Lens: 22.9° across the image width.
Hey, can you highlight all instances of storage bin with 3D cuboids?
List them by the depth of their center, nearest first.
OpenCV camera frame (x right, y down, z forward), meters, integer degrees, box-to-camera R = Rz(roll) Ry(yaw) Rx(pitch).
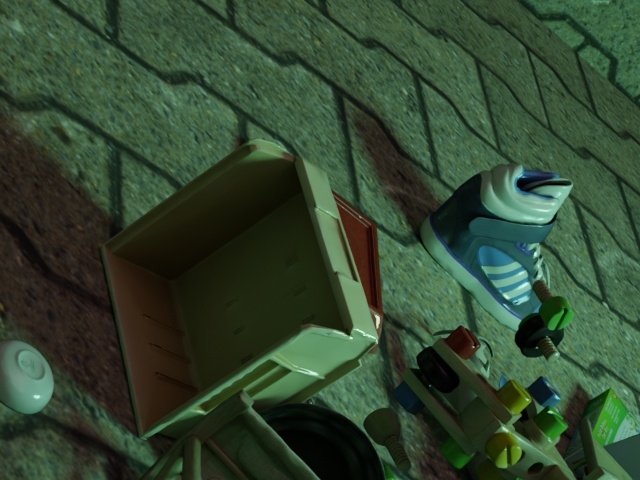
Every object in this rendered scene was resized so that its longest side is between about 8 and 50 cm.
[{"bbox_3d":[-0.093,0.064,1.769,0.123,0.260,0.262,29,34,-46],"label":"storage bin"}]

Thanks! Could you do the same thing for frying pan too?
[{"bbox_3d":[0.033,0.301,1.737,0.326,0.197,0.053,23,-4,-7],"label":"frying pan"}]

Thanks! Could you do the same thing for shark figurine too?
[{"bbox_3d":[0.191,0.207,2.242,0.166,0.116,0.278,75,11,-50],"label":"shark figurine"}]

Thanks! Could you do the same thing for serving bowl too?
[{"bbox_3d":[-0.301,0.133,1.601,0.083,0.027,0.083,38,30,-27],"label":"serving bowl"}]

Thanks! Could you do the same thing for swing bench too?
[{"bbox_3d":[-0.075,0.332,1.585,0.253,0.165,0.254,48,21,-9],"label":"swing bench"}]

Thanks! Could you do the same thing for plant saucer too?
[{"bbox_3d":[0.000,0.000,2.232,0.259,0.048,0.258,37,30,-28],"label":"plant saucer"}]

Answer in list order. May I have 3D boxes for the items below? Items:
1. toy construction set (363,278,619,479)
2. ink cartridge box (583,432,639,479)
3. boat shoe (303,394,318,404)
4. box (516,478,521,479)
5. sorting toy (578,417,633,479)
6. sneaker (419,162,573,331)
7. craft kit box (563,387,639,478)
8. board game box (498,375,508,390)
[{"bbox_3d":[0.190,0.254,1.801,0.257,0.309,0.237,71,-8,-51],"label":"toy construction set"},{"bbox_3d":[0.558,0.403,2.378,0.273,0.198,0.115,32,55,-18],"label":"ink cartridge box"},{"bbox_3d":[-0.032,0.188,1.931,0.066,0.063,0.184,41,28,-23],"label":"boat shoe"},{"bbox_3d":[0.250,0.488,1.900,0.279,0.177,0.290,44,28,-20],"label":"box"},{"bbox_3d":[0.419,0.399,2.113,0.229,0.041,0.307,51,17,-19],"label":"sorting toy"},{"bbox_3d":[0.344,0.005,2.568,0.323,0.236,0.130,38,30,-27],"label":"sneaker"},{"bbox_3d":[0.509,0.393,2.574,0.246,0.061,0.250,55,26,-3],"label":"craft kit box"},{"bbox_3d":[0.280,0.283,2.347,0.168,0.033,0.133,49,30,-52],"label":"board game box"}]
